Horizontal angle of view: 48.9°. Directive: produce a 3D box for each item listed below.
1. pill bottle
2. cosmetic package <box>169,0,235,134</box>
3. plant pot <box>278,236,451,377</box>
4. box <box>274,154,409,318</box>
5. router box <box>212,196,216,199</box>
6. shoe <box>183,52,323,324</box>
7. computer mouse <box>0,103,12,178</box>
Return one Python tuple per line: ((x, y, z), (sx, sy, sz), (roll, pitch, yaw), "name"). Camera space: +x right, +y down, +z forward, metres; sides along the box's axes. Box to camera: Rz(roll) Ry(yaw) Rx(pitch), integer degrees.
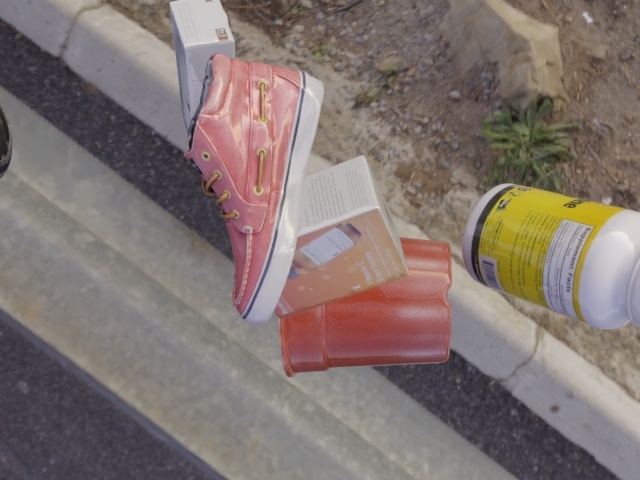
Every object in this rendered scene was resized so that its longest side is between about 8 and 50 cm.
((0.408, 0.028, 1.117), (0.334, 0.188, 0.188), (22, 128, 48), "pill bottle")
((-0.190, -0.271, 1.160), (0.085, 0.117, 0.231), (-13, 147, -13), "cosmetic package")
((0.084, 0.100, 1.186), (0.265, 0.272, 0.272), (1, 116, 7), "plant pot")
((0.000, 0.000, 0.826), (0.170, 0.091, 0.130), (-21, 137, 11), "box")
((-0.100, -0.130, 1.028), (0.046, 0.133, 0.179), (13, 98, -27), "router box")
((-0.056, -0.036, 0.479), (0.081, 0.063, 0.178), (12, 89, -17), "shoe")
((-0.330, -0.104, 0.493), (0.072, 0.272, 0.188), (-41, 68, 23), "computer mouse")
